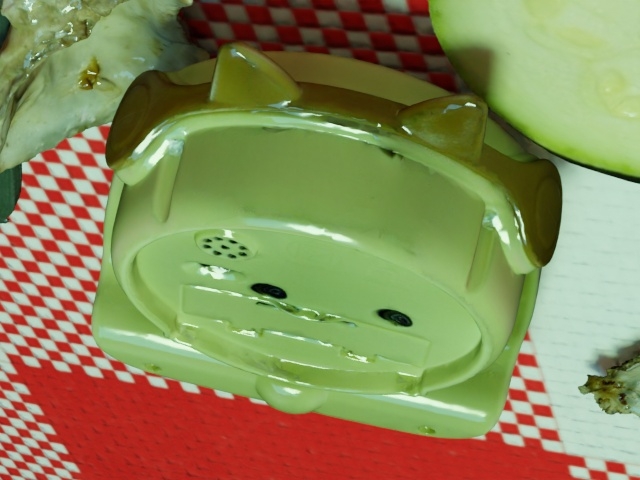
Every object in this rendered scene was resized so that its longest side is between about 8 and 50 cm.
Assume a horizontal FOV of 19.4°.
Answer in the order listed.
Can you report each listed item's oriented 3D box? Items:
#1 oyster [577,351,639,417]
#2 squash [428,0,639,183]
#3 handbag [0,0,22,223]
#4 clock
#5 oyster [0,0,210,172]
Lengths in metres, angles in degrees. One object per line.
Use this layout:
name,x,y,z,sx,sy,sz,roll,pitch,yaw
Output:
oyster,0.233,0.092,1.261,0.086,0.029,0.132,36,142,-27
squash,0.181,-0.118,0.992,0.252,0.049,0.252,15,147,10
handbag,-0.301,-0.144,1.226,0.248,0.079,0.260,19,145,8
clock,0.000,0.000,1.143,0.286,0.117,0.348,13,155,2
oyster,-0.139,-0.130,1.123,0.107,0.161,0.232,52,151,13
